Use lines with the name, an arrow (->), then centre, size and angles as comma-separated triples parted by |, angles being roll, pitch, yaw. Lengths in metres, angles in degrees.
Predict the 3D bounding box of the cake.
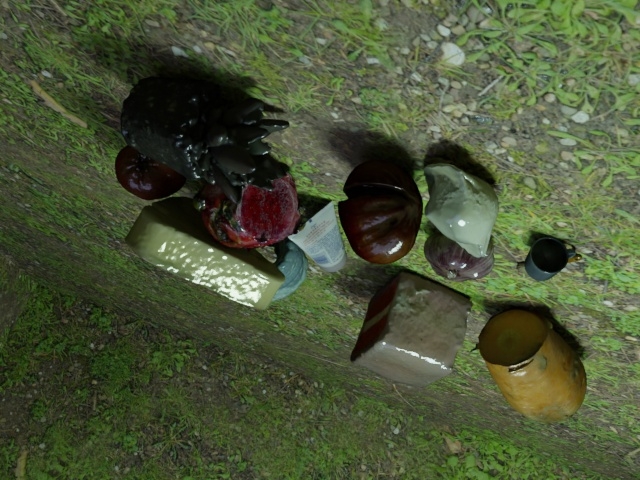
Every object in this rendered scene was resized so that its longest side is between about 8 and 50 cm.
cake -> 0.242, 0.247, 1.961 | 0.230, 0.237, 0.309 | 21, 156, -5

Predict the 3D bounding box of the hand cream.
hand cream -> 0.000, 0.000, 1.781 | 0.083, 0.133, 0.248 | 46, 171, 27

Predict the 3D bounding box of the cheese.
cheese -> -0.296, -0.001, 1.737 | 0.384, 0.104, 0.384 | 32, -170, -7

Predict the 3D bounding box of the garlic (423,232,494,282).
garlic -> 0.304, 0.039, 1.599 | 0.159, 0.102, 0.147 | 10, 156, 28

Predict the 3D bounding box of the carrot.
carrot -> 0.558, 0.331, 1.884 | 0.224, 0.224, 0.341 | 0, 141, 43

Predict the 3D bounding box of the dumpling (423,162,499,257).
dumpling -> 0.257, -0.074, 1.392 | 0.216, 0.126, 0.166 | 30, -175, -42

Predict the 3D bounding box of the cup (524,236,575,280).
cup -> 0.476, 0.039, 1.495 | 0.100, 0.078, 0.077 | -11, 160, -1

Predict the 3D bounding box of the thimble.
thimble -> -0.162, 0.049, 1.909 | 0.250, 0.205, 0.172 | 6, 158, 19

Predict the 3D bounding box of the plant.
plant -> -0.225, -0.202, 1.416 | 0.320, 0.194, 0.181 | 18, 161, 16

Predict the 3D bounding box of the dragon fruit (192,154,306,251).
dragon fruit -> -0.137, -0.085, 1.613 | 0.282, 0.211, 0.147 | 7, 170, -37

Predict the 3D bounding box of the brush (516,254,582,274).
brush -> 0.498, 0.051, 1.566 | 0.043, 0.014, 0.170 | 29, 156, -22

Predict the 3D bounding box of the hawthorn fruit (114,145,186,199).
hawthorn fruit -> -0.406, -0.150, 1.763 | 0.165, 0.165, 0.285 | 22, 162, -1

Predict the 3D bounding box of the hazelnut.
hazelnut -> 0.127, -0.055, 1.417 | 0.178, 0.204, 0.178 | 8, 168, 2
